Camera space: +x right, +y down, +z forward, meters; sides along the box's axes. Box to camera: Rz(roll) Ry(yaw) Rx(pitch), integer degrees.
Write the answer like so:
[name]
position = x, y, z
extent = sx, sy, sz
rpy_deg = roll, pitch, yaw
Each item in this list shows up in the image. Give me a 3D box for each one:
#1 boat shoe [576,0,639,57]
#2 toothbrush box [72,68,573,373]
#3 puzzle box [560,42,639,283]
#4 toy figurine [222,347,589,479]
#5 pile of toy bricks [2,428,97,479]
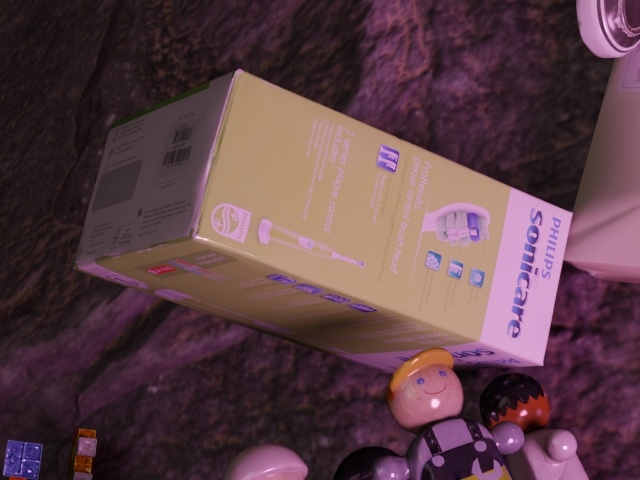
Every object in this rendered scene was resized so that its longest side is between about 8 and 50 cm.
[boat shoe]
position = 0.246, -0.229, 1.105
extent = 0.070, 0.078, 0.219
rpy_deg = 14, 78, 49
[toothbrush box]
position = 0.000, 0.000, 1.126
extent = 0.206, 0.283, 0.122
rpy_deg = -12, 59, 60
[puzzle box]
position = 0.335, -0.159, 1.077
extent = 0.272, 0.052, 0.409
rpy_deg = 6, 75, 47
[toy figurine]
position = 0.065, 0.171, 1.057
extent = 0.209, 0.213, 0.148
rpy_deg = -38, 61, 26
[pile of toy bricks]
position = -0.265, 0.273, 1.431
extent = 0.105, 0.118, 0.212
rpy_deg = 152, 126, -74
